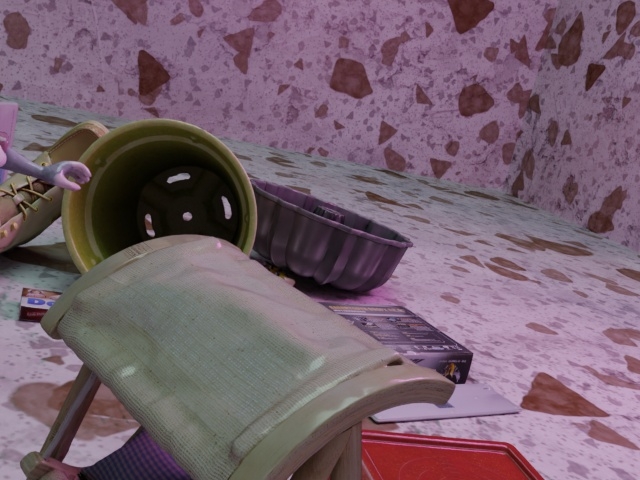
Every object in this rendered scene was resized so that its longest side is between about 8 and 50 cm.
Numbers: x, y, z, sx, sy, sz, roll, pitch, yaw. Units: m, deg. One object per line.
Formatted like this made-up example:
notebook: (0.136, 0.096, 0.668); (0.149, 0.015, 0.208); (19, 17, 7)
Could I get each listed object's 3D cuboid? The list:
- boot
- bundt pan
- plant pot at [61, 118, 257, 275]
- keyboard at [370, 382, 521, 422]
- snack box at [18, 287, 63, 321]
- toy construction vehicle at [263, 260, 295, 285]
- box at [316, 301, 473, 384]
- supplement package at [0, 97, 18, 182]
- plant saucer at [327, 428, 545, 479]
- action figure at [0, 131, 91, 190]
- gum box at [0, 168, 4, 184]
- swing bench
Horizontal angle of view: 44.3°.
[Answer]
boot: (-0.425, -0.065, 1.138); (0.095, 0.262, 0.203); (51, 14, -6)
bundt pan: (0.000, 0.000, 1.470); (0.331, 0.124, 0.331); (20, 7, -3)
plant pot: (-0.228, -0.037, 1.229); (0.276, 0.276, 0.254); (14, 1, -1)
keyboard: (0.156, 0.216, 1.047); (0.256, 0.014, 0.072); (5, 21, -34)
snack box: (-0.305, 0.094, 1.046); (0.178, 0.022, 0.064); (9, 15, -20)
toy construction vehicle: (-0.096, 0.063, 1.379); (0.086, 0.035, 0.098); (15, 10, -37)
box: (0.074, 0.148, 1.136); (0.231, 0.056, 0.183); (6, 15, -33)
supplement package: (-0.682, -0.159, 1.314); (0.198, 0.199, 0.263); (18, 14, 13)
plant saucer: (0.140, 0.260, 0.766); (0.259, 0.047, 0.258); (9, 14, -18)
action figure: (-0.427, -0.053, 0.785); (0.276, 0.370, 0.248); (42, 38, -7)
gum box: (-0.583, -0.085, 1.207); (0.041, 0.157, 0.184); (22, 16, 33)
swing bench: (-0.082, 0.150, 0.537); (0.165, 0.254, 0.253); (2, 18, -41)
